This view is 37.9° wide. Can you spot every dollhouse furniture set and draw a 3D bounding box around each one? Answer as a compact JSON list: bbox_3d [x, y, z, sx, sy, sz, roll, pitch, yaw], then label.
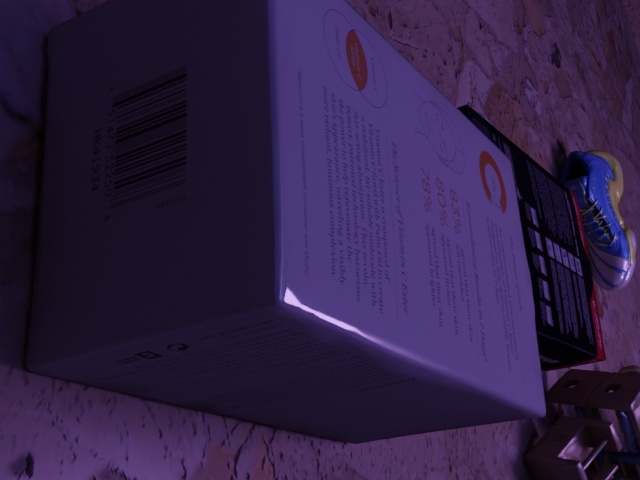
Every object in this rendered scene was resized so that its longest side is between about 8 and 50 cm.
[{"bbox_3d":[0.329,0.264,1.147,0.183,0.129,0.129,-35,109,-35],"label":"dollhouse furniture set"}]

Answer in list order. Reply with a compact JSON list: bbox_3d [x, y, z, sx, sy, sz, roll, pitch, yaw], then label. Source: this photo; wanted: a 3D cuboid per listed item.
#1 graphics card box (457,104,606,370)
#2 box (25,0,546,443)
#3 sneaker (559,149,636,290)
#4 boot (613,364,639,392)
[{"bbox_3d":[0.219,0.016,1.073,0.371,0.094,0.233,22,59,-57],"label":"graphics card box"},{"bbox_3d":[0.000,0.000,0.617,0.345,0.168,0.215,29,52,-52],"label":"box"},{"bbox_3d":[0.437,-0.039,1.518,0.126,0.091,0.240,14,64,-38],"label":"sneaker"},{"bbox_3d":[0.522,0.251,1.512,0.213,0.077,0.165,65,30,-26],"label":"boot"}]
